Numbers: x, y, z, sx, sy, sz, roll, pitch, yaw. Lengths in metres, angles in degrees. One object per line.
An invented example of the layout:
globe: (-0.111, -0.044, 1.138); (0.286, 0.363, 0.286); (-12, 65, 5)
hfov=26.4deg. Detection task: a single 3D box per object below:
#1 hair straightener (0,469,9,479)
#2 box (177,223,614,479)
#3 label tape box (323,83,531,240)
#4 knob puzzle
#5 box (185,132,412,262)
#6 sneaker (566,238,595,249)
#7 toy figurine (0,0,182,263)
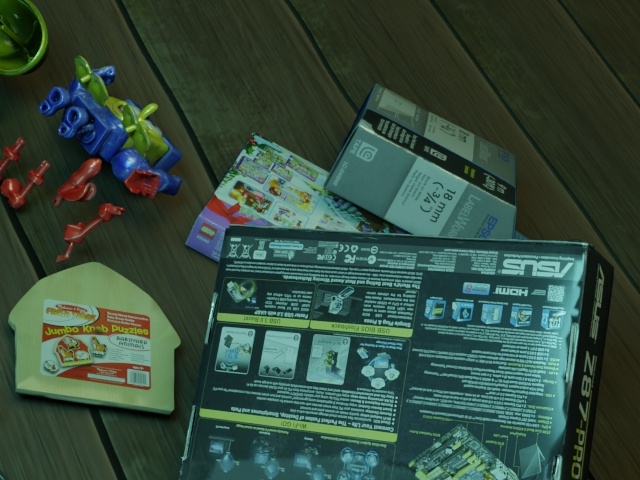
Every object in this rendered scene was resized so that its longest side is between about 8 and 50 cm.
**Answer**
hair straightener: (-0.372, 0.179, 1.366); (0.089, 0.047, 0.230); (-21, 57, -41)
box: (0.064, 0.152, 1.312); (0.097, 0.394, 0.318); (31, 65, -58)
label tape box: (0.185, -0.065, 1.801); (0.333, 0.106, 0.241); (28, 21, -2)
knob puzzle: (-0.250, 0.105, 1.508); (0.213, 0.030, 0.213); (15, 44, -15)
box: (0.000, 0.000, 1.728); (0.293, 0.057, 0.201); (29, 40, 0)
sneaker: (0.258, 0.106, 1.623); (0.135, 0.276, 0.098); (-3, 49, -8)
toy figurine: (-0.287, -0.127, 1.680); (0.362, 0.191, 0.217); (45, 13, 28)
